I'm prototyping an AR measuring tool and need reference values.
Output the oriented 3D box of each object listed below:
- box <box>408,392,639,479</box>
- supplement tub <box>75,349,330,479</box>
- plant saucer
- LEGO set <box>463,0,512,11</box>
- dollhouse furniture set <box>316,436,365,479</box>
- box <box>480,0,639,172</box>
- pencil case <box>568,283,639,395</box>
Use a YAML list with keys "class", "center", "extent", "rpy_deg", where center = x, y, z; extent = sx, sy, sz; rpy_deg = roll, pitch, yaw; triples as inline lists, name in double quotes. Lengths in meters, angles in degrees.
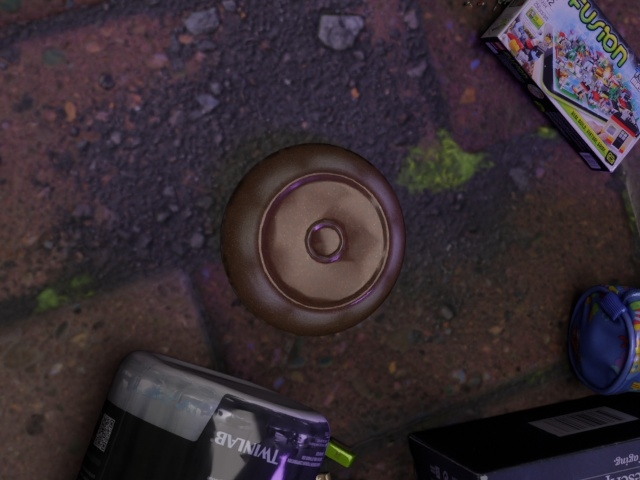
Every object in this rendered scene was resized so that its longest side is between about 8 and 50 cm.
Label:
- class: "box"
  center: [0.295, 0.336, 1.212]
  extent: [0.343, 0.179, 0.312]
  rpy_deg: [-9, 96, -17]
- class: "supplement tub"
  center: [-0.137, 0.286, 1.054]
  extent: [0.207, 0.207, 0.337]
  rpy_deg: [22, 86, -18]
- class: "plant saucer"
  center: [0.000, 0.000, 1.177]
  extent: [0.199, 0.036, 0.198]
  rpy_deg: [0, 91, -18]
- class: "LEGO set"
  center: [0.190, -0.265, 1.234]
  extent: [0.083, 0.023, 0.054]
  rpy_deg: [-25, 100, -16]
- class: "dollhouse furniture set"
  center: [-0.014, 0.229, 1.189]
  extent: [0.152, 0.058, 0.076]
  rpy_deg: [31, 90, 3]
- class: "box"
  center: [0.274, -0.183, 1.245]
  extent: [0.207, 0.036, 0.114]
  rpy_deg: [44, 79, -22]
- class: "pencil case"
  center: [0.426, 0.094, 1.273]
  extent: [0.306, 0.119, 0.133]
  rpy_deg: [-4, 122, -18]
